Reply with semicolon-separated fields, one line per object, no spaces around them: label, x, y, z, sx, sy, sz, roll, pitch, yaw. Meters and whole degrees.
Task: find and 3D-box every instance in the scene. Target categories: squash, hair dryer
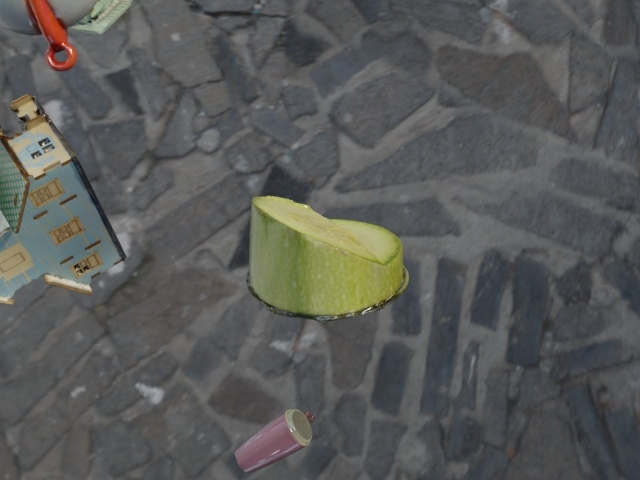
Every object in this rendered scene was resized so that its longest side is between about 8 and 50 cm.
squash;0.010;0.008;1.434;0.220;0.220;0.133;9;112;15
hair dryer;-0.043;0.267;1.504;0.106;0.154;0.054;-35;81;23

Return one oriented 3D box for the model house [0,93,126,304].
model house;-0.392;-0.032;1.363;0.206;0.271;0.178;-33;61;-12

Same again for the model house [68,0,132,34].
model house;-0.379;-0.396;1.428;0.224;0.215;0.198;13;65;15

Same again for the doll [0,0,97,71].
doll;-0.296;-0.327;1.051;0.200;0.105;0.336;-14;95;1
